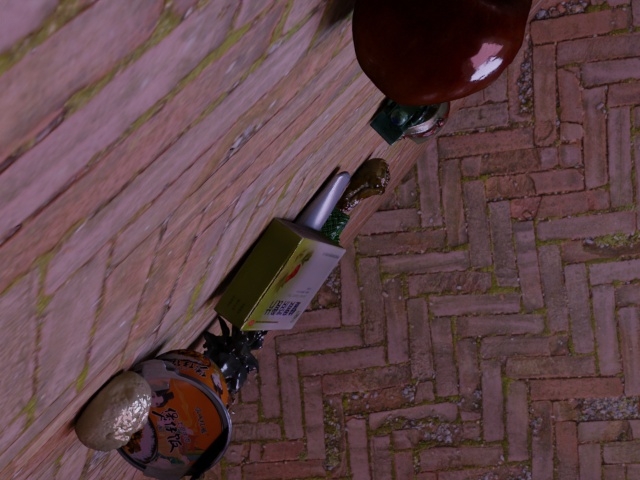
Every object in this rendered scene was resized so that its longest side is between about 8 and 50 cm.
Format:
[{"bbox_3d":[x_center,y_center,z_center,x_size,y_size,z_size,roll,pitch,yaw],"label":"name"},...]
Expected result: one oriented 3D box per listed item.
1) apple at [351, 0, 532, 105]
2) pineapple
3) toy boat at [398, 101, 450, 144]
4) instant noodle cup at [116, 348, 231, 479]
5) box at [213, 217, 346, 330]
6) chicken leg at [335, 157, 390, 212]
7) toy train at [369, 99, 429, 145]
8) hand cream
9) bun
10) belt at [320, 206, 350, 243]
[{"bbox_3d":[0.100,-0.197,0.862,0.147,0.156,0.158,-26,172,-37],"label":"apple"},{"bbox_3d":[-0.187,0.241,1.715,0.310,0.141,0.170,-58,147,6],"label":"pineapple"},{"bbox_3d":[0.222,-0.263,2.007,0.185,0.071,0.089,-49,-142,-15],"label":"toy boat"},{"bbox_3d":[-0.206,0.237,1.372,0.125,0.177,0.208,-75,173,-66],"label":"instant noodle cup"},{"bbox_3d":[-0.060,0.061,1.562,0.175,0.062,0.260,-55,165,5],"label":"box"},{"bbox_3d":[0.075,-0.098,1.959,0.178,0.070,0.093,-38,-159,0],"label":"chicken leg"},{"bbox_3d":[0.150,-0.228,1.610,0.099,0.070,0.172,-45,-179,41],"label":"toy train"},{"bbox_3d":[-0.029,-0.020,1.681,0.255,0.048,0.079,-54,178,8],"label":"hand cream"},{"bbox_3d":[-0.265,0.229,1.242,0.115,0.069,0.115,-51,174,-7],"label":"bun"},{"bbox_3d":[0.000,0.000,1.890,0.151,0.079,0.121,-49,176,-8],"label":"belt"}]
